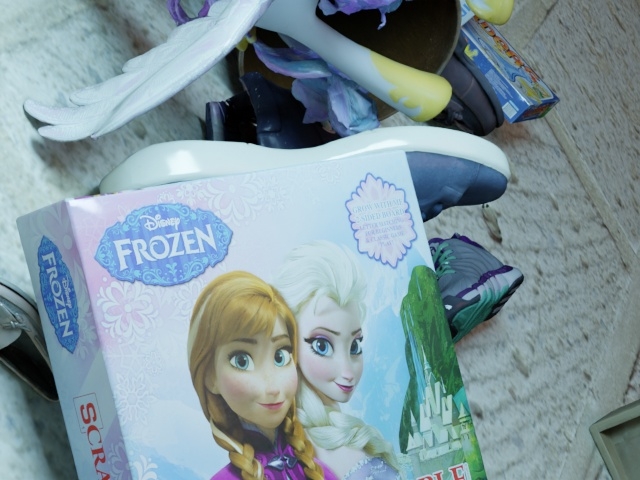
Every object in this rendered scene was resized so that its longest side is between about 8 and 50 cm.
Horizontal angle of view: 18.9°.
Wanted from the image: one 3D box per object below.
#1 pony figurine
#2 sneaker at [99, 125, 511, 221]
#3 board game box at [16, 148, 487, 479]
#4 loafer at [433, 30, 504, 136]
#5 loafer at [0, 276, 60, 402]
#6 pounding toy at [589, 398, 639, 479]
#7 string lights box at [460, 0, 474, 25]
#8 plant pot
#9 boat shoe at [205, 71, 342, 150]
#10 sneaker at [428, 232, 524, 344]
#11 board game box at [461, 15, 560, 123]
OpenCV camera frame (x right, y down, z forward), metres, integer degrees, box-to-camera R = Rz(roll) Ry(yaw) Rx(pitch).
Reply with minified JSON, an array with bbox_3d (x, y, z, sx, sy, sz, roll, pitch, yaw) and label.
[{"bbox_3d":[-0.037,-0.214,1.496,0.363,0.351,0.303,32,36,-44],"label":"pony figurine"},{"bbox_3d":[0.000,0.000,1.521,0.350,0.131,0.148,-6,76,-24],"label":"sneaker"},{"bbox_3d":[-0.031,0.110,1.335,0.318,0.066,0.318,-12,86,-43],"label":"board game box"},{"bbox_3d":[0.122,-0.188,2.162,0.109,0.095,0.302,48,-1,30],"label":"loafer"},{"bbox_3d":[-0.202,0.063,1.266,0.125,0.045,0.039,44,36,-42],"label":"loafer"},{"bbox_3d":[0.396,0.250,2.226,0.100,0.130,0.141,-21,85,-55],"label":"pounding toy"},{"bbox_3d":[0.110,-0.384,2.279,0.260,0.076,0.133,46,26,-10],"label":"string lights box"},{"bbox_3d":[-0.005,-0.257,1.841,0.215,0.215,0.230,39,20,-44],"label":"plant pot"},{"bbox_3d":[-0.013,0.012,1.645,0.158,0.127,0.341,19,45,-41],"label":"boat shoe"},{"bbox_3d":[0.128,0.046,1.957,0.098,0.083,0.223,42,19,11],"label":"sneaker"},{"bbox_3d":[0.197,-0.230,2.342,0.201,0.035,0.136,49,21,10],"label":"board game box"}]
